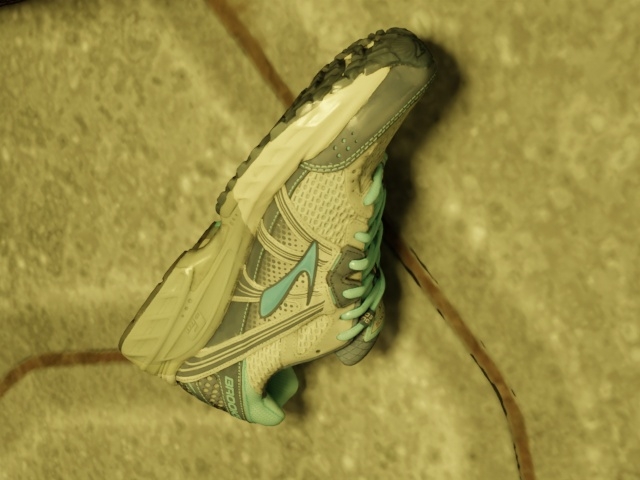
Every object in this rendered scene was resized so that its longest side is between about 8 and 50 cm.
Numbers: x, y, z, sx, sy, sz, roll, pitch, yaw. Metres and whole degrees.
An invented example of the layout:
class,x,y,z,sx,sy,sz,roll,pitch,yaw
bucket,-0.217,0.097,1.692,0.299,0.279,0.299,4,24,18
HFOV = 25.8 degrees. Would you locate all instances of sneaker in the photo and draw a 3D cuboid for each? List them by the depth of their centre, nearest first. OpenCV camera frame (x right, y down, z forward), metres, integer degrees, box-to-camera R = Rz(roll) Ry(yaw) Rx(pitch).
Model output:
class,x,y,z,sx,sy,sz,roll,pitch,yaw
sneaker,0.000,0.000,0.811,0.122,0.110,0.283,37,127,-1

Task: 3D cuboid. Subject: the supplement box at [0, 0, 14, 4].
class,x,y,z,sx,sy,sz,roll,pitch,yaw
supplement box,-0.189,-0.211,0.841,0.239,0.073,0.130,-3,104,49
